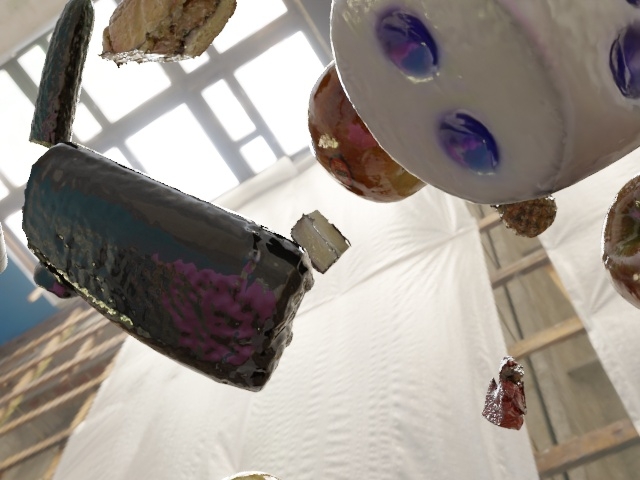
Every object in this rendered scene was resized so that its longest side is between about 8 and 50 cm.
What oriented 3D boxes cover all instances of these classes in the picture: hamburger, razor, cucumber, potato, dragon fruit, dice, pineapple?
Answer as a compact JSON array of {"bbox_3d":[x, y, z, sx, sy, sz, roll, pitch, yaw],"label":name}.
[{"bbox_3d":[-0.288,-0.428,1.318,0.282,0.245,0.155,21,-167,38],"label":"hamburger"},{"bbox_3d":[-0.173,0.026,0.754,0.107,0.326,0.189,-38,150,-57],"label":"razor"},{"bbox_3d":[-0.338,-0.222,0.931,0.052,0.215,0.058,22,-170,35],"label":"cucumber"},{"bbox_3d":[-0.001,-0.002,1.469,0.061,0.122,0.086,-29,167,-50],"label":"potato"},{"bbox_3d":[0.507,0.409,1.888,0.122,0.092,0.192,136,-35,-71],"label":"dragon fruit"},{"bbox_3d":[0.186,-0.205,0.652,0.259,0.251,0.243,-45,-160,-26],"label":"dice"},{"bbox_3d":[0.416,-0.114,1.570,0.128,0.248,0.128,-43,-157,24],"label":"pineapple"}]

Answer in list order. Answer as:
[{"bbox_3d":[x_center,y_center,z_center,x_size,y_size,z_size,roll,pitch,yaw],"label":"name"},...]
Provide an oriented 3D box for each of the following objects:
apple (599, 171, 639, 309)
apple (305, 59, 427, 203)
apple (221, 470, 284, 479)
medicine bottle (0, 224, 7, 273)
[{"bbox_3d":[0.458,0.004,0.858,0.211,0.187,0.211,-164,-90,-73],"label":"apple"},{"bbox_3d":[0.118,-0.209,1.291,0.277,0.250,0.309,-37,161,4],"label":"apple"},{"bbox_3d":[-0.181,0.756,1.746,0.339,0.340,0.340,-31,-161,12],"label":"apple"},{"bbox_3d":[-0.482,0.008,1.004,0.057,0.057,0.089,-50,167,-38],"label":"medicine bottle"}]
